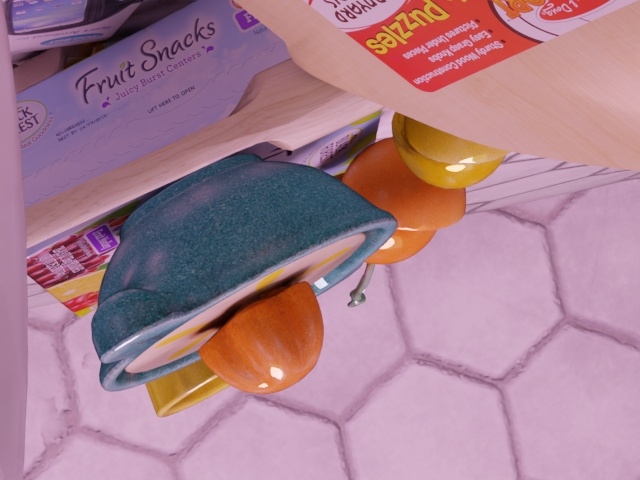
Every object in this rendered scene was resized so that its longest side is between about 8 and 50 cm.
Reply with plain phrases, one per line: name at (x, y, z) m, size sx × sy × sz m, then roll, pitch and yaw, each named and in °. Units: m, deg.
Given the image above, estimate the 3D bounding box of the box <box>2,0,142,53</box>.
box at (-0.106, -0.091, 0.629) m, size 0.081 × 0.028 × 0.136 m, roll -12°, pitch 174°, yaw -20°

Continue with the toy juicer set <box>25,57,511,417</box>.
toy juicer set at (0.000, 0.000, 0.689) m, size 0.209 × 0.089 × 0.329 m, roll -29°, pitch 171°, yaw -1°

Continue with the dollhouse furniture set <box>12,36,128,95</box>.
dollhouse furniture set at (-0.127, -0.055, 0.840) m, size 0.076 × 0.059 × 0.151 m, roll -10°, pitch 175°, yaw -41°

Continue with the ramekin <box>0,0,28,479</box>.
ramekin at (-0.174, 0.028, 0.505) m, size 0.127 × 0.273 × 0.273 m, roll 1°, pitch 171°, yaw -21°

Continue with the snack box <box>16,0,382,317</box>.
snack box at (-0.061, -0.042, 0.785) m, size 0.174 × 0.070 × 0.207 m, roll -28°, pitch 174°, yaw -6°

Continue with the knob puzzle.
knob puzzle at (0.046, -0.084, 0.496) m, size 0.213 × 0.030 × 0.213 m, roll 22°, pitch 155°, yaw 11°
